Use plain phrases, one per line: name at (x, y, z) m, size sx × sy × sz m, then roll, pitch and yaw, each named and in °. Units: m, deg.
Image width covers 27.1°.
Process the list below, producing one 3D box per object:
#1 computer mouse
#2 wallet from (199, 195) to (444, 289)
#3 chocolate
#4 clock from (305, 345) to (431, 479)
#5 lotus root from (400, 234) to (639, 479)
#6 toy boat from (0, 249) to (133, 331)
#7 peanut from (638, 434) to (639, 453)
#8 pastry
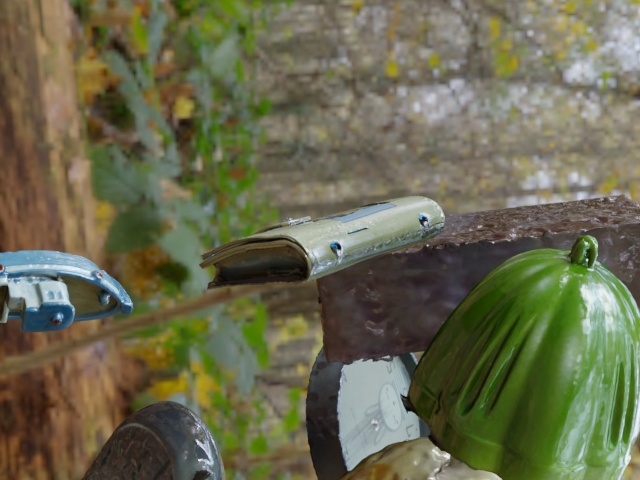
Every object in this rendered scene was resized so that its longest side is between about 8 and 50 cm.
computer mouse at (-0.195, 0.339, 1.363) m, size 0.203 × 0.114 × 0.374 m, roll 42°, pitch -72°, yaw 39°
wallet at (0.000, 0.000, 0.930) m, size 0.110 × 0.155 × 0.039 m, roll -8°, pitch -85°, yaw 40°
chocolate at (0.153, 0.028, 1.184) m, size 0.112 × 0.321 × 0.112 m, roll -103°, pitch -174°, yaw -69°
clock at (0.059, 0.201, 1.457) m, size 0.215 × 0.042 × 0.215 m, roll 22°, pitch 63°, yaw -54°
lotus root at (0.171, 0.071, 0.982) m, size 0.186 × 0.186 × 0.186 m, roll 176°, pitch -90°, yaw -84°
toy boat at (-0.338, 0.078, 1.638) m, size 0.102 × 0.215 × 0.088 m, roll -114°, pitch -144°, yaw -43°
peanut at (0.459, 0.228, 1.624) m, size 0.159 × 0.109 × 0.140 m, roll -59°, pitch -164°, yaw -18°
pastry at (0.081, 0.271, 1.242) m, size 0.256 × 0.236 × 0.170 m, roll 92°, pitch -14°, yaw -73°
